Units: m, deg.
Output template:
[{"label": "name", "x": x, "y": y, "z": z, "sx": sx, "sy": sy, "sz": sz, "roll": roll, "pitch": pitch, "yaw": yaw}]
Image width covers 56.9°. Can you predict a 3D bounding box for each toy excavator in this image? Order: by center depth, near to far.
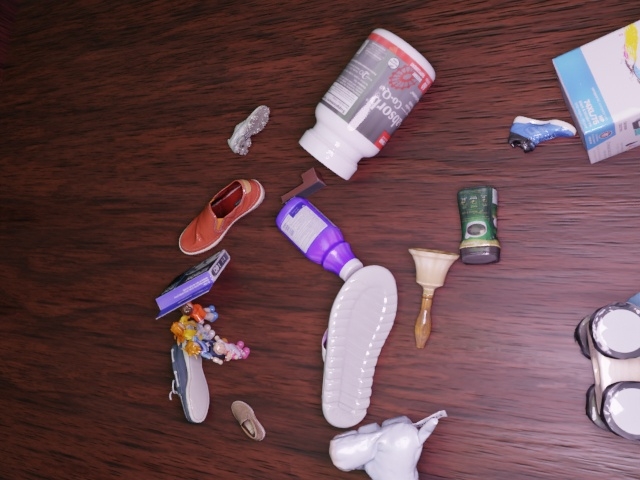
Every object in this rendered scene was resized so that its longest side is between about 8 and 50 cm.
[{"label": "toy excavator", "x": 0.741, "y": 0.168, "z": 1.139, "sx": 0.445, "sy": 0.222, "sz": 0.432, "roll": -5, "pitch": 75, "yaw": 13}]

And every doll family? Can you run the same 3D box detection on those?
[{"label": "doll family", "x": -0.337, "y": 0.285, "z": 1.692, "sx": 0.263, "sy": 0.163, "sz": 0.118, "roll": 41, "pitch": 99, "yaw": 29}]

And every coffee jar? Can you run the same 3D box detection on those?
[{"label": "coffee jar", "x": 0.383, "y": -0.033, "z": 1.427, "sx": 0.096, "sy": 0.079, "sz": 0.184, "roll": -5, "pitch": 75, "yaw": 25}]

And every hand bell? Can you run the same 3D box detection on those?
[{"label": "hand bell", "x": 0.262, "y": 0.145, "z": 1.451, "sx": 0.126, "sy": 0.126, "sz": 0.242, "roll": 10, "pitch": 94, "yaw": 30}]

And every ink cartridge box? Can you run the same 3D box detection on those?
[{"label": "ink cartridge box", "x": 0.678, "y": -0.330, "z": 1.269, "sx": 0.270, "sy": 0.198, "sz": 0.197, "roll": -22, "pitch": 68, "yaw": 23}, {"label": "ink cartridge box", "x": -0.383, "y": 0.127, "z": 1.745, "sx": 0.206, "sy": 0.208, "sz": 0.045, "roll": -28, "pitch": 107, "yaw": 20}]

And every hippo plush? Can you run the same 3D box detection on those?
[{"label": "hippo plush", "x": 0.175, "y": 0.531, "z": 1.326, "sx": 0.294, "sy": 0.234, "sz": 0.236, "roll": -19, "pitch": 76, "yaw": 18}]

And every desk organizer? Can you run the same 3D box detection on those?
[{"label": "desk organizer", "x": -0.055, "y": -0.154, "z": 1.712, "sx": 0.130, "sy": 0.047, "sz": 0.050, "roll": -30, "pitch": 63, "yaw": 19}]

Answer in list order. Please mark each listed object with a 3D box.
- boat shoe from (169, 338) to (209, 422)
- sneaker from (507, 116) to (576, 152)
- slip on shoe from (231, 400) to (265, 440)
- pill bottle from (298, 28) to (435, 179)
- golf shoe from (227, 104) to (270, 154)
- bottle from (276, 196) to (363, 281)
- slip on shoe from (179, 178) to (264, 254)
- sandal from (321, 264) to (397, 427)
[{"label": "boat shoe", "x": -0.393, "y": 0.413, "z": 1.733, "sx": 0.079, "sy": 0.095, "sz": 0.254, "roll": -25, "pitch": 66, "yaw": 20}, {"label": "sneaker", "x": 0.524, "y": -0.244, "z": 1.411, "sx": 0.152, "sy": 0.058, "sz": 0.084, "roll": 19, "pitch": 82, "yaw": 35}, {"label": "slip on shoe", "x": -0.207, "y": 0.500, "z": 1.642, "sx": 0.051, "sy": 0.041, "sz": 0.135, "roll": -48, "pitch": 61, "yaw": 10}, {"label": "pill bottle", "x": 0.118, "y": -0.354, "z": 1.573, "sx": 0.210, "sy": 0.210, "sz": 0.363, "roll": 43, "pitch": 100, "yaw": 29}, {"label": "golf shoe", "x": -0.232, "y": -0.357, "z": 1.848, "sx": 0.176, "sy": 0.069, "sz": 0.086, "roll": -53, "pitch": 54, "yaw": 7}, {"label": "bottle", "x": 0.000, "y": 0.000, "z": 1.619, "sx": 0.283, "sy": 0.092, "sz": 0.118, "roll": 43, "pitch": 100, "yaw": 29}, {"label": "slip on shoe", "x": -0.320, "y": -0.077, "z": 1.807, "sx": 0.331, "sy": 0.101, "sz": 0.123, "roll": -37, "pitch": 65, "yaw": 18}, {"label": "sandal", "x": 0.075, "y": 0.260, "z": 1.507, "sx": 0.102, "sy": 0.169, "sz": 0.416, "roll": 4, "pitch": 77, "yaw": 70}]
